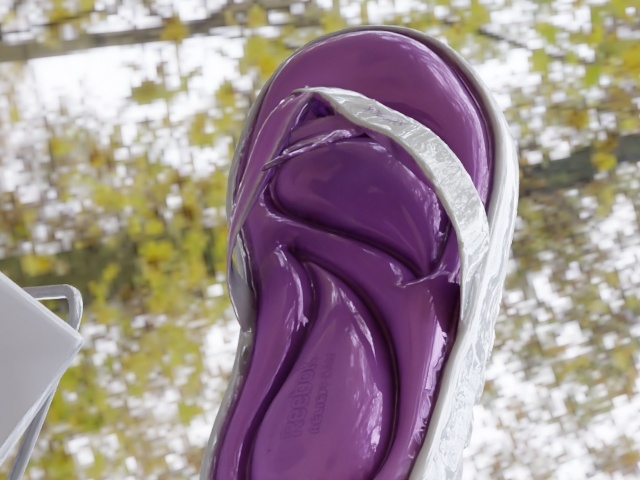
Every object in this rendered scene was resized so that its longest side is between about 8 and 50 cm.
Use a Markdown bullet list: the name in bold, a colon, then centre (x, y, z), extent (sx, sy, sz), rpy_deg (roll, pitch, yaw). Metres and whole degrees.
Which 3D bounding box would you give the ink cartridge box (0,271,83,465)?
- **ink cartridge box**: centre (-0.275, 0.047, 0.704), extent (0.270, 0.197, 0.198), rpy_deg (40, -24, -12)

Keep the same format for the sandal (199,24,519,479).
- **sandal**: centre (0.015, -0.004, 0.913), extent (0.169, 0.416, 0.102), rpy_deg (-14, -50, 13)

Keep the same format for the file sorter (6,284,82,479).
- **file sorter**: centre (-0.293, 0.050, 0.942), extent (0.193, 0.277, 0.173), rpy_deg (-5, -120, 57)
